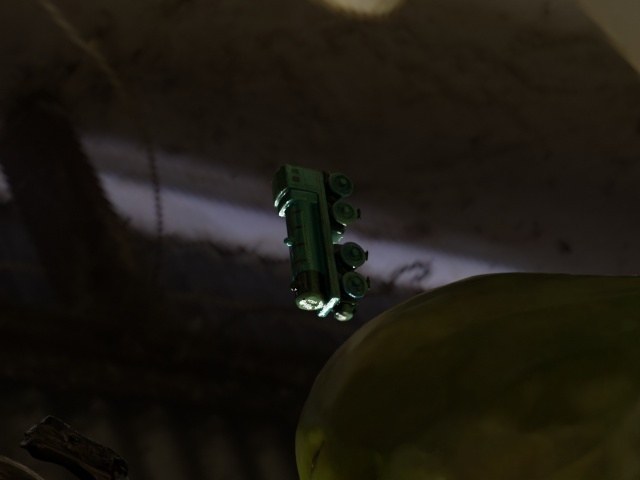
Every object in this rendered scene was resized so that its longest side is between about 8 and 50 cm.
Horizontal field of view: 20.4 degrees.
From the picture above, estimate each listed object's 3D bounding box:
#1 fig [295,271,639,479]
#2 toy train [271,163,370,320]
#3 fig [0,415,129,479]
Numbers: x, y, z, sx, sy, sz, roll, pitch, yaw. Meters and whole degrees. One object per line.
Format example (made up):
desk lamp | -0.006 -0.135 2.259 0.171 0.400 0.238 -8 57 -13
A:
fig | 0.119 0.100 1.092 0.233 0.314 0.233 29 -175 -3
toy train | 0.000 0.000 0.943 0.045 0.029 0.092 9 -126 -24
fig | -0.194 0.224 0.985 0.214 0.235 0.235 -13 -127 -6
